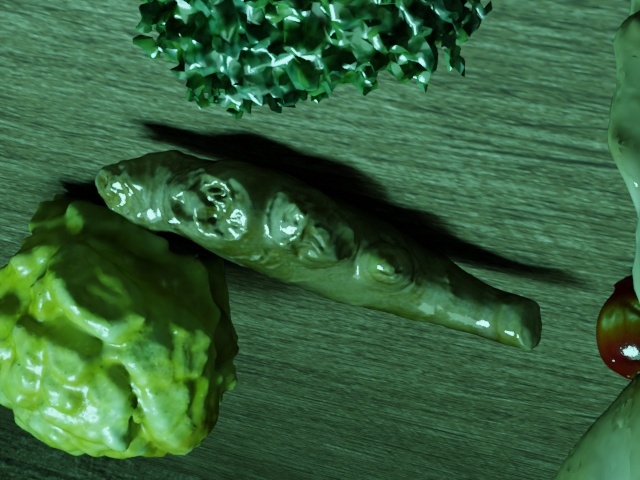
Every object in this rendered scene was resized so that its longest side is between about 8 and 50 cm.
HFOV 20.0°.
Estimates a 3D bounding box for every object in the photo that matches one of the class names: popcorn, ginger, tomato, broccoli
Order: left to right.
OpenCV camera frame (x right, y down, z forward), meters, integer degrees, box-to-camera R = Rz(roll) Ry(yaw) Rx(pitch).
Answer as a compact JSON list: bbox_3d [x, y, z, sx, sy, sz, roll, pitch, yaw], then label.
[{"bbox_3d":[-0.173,0.069,1.541,0.249,0.225,0.249,14,-178,-1],"label":"popcorn"},{"bbox_3d":[-0.002,-0.001,1.339,0.333,0.080,0.166,17,-179,-24],"label":"ginger"},{"bbox_3d":[0.010,-0.141,0.680,0.219,0.194,0.194,54,174,17],"label":"broccoli"},{"bbox_3d":[0.237,0.060,1.278,0.087,0.075,0.087,2,160,1],"label":"tomato"}]

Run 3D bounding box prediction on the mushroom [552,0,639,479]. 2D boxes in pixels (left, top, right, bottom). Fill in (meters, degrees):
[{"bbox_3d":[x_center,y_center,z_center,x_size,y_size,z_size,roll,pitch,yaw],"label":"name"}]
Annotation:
[{"bbox_3d":[0.213,0.017,0.557,0.224,0.397,0.313,22,161,-22],"label":"mushroom"}]
